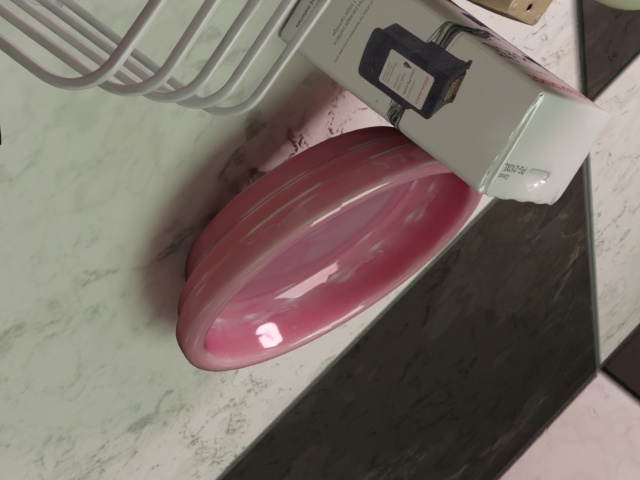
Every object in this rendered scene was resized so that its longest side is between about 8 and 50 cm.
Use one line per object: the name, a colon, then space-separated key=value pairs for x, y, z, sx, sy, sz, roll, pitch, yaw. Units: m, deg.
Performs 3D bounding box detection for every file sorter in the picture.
file sorter: x=-0.099 y=-0.187 z=0.789 sx=0.193 sy=0.173 sz=0.277 roll=-54 pitch=171 yaw=9

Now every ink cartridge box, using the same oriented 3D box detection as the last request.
ink cartridge box: x=0.111 y=-0.140 z=1.196 sx=0.100 sy=0.237 sz=0.172 roll=-57 pitch=154 yaw=16

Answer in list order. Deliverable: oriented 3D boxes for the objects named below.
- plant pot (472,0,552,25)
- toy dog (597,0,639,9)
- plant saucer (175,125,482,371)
plant pot: x=0.172 y=-0.260 z=1.294 sx=0.109 sy=0.096 sz=0.109 roll=-56 pitch=154 yaw=15
toy dog: x=0.290 y=-0.281 z=1.090 sx=0.284 sy=0.408 sz=0.395 roll=-52 pitch=154 yaw=7
plant saucer: x=0.000 y=0.000 z=1.320 sx=0.332 sy=0.084 sz=0.332 roll=-29 pitch=162 yaw=-11
